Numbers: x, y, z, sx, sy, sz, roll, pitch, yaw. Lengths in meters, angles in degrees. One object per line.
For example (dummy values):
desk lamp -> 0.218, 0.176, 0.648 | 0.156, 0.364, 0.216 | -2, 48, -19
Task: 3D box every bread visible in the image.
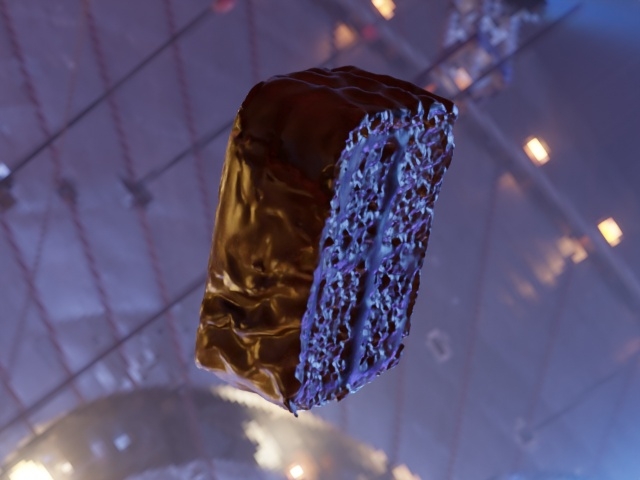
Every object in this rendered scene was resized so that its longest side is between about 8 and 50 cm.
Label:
bread -> 0.000, 0.000, 1.191 | 0.096, 0.222, 0.181 | 23, -156, 27
